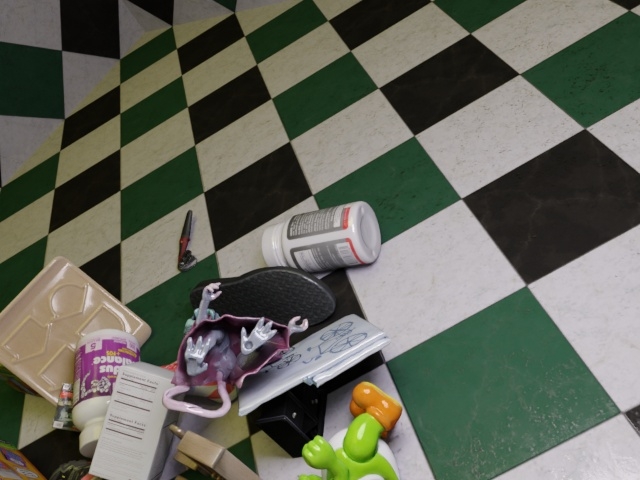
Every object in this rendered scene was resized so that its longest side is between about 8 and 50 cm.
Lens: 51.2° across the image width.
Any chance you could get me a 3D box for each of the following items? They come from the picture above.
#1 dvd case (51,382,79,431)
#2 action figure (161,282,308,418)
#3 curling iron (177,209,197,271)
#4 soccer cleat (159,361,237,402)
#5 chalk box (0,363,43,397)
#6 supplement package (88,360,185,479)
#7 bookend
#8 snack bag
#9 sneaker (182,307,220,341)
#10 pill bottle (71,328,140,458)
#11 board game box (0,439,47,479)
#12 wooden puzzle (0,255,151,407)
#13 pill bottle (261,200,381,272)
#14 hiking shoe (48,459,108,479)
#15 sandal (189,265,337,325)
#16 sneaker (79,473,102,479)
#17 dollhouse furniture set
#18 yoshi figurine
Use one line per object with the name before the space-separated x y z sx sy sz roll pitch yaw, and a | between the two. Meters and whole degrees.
dvd case | -0.665 0.451 1.800 0.013 0.087 0.120 142 139 -62
action figure | -0.173 0.250 1.435 0.248 0.370 0.276 19 77 -3
curling iron | -0.428 -0.002 2.163 0.068 0.035 0.274 -20 41 11
soccer cleat | -0.343 0.339 1.677 0.318 0.116 0.109 -4 47 33
chalk box | -0.889 0.347 2.019 0.288 0.180 0.179 -2 49 36
supplement package | -0.407 0.414 1.522 0.133 0.139 0.244 15 84 4
bookend | -0.057 0.353 1.424 0.072 0.156 0.157 -17 41 24
snack bag | -0.034 0.264 1.435 0.342 0.037 0.323 -27 5 -8
sneaker | -0.267 0.222 1.657 0.110 0.122 0.283 -6 2 3
pill bottle | -0.546 0.392 1.713 0.169 0.169 0.302 -25 50 13
board game box | -0.879 0.642 1.507 0.356 0.356 0.356 14 71 44
wooden puzzle | -0.708 0.269 1.873 0.322 0.348 0.080 -51 10 -20
pill bottle | 0.000 0.000 1.749 0.283 0.161 0.161 -10 44 28
hiking shoe | -0.569 0.590 1.604 0.226 0.086 0.114 -23 36 13
sandal | -0.149 0.129 1.733 0.445 0.168 0.107 -5 30 32
sneaker | -0.509 0.678 1.452 0.136 0.116 0.314 12 64 4
dollhouse furniture set | -0.295 0.585 1.341 0.303 0.174 0.356 9 55 42
yoshi figurine | 0.002 0.445 1.276 0.203 0.203 0.362 -4 48 55
